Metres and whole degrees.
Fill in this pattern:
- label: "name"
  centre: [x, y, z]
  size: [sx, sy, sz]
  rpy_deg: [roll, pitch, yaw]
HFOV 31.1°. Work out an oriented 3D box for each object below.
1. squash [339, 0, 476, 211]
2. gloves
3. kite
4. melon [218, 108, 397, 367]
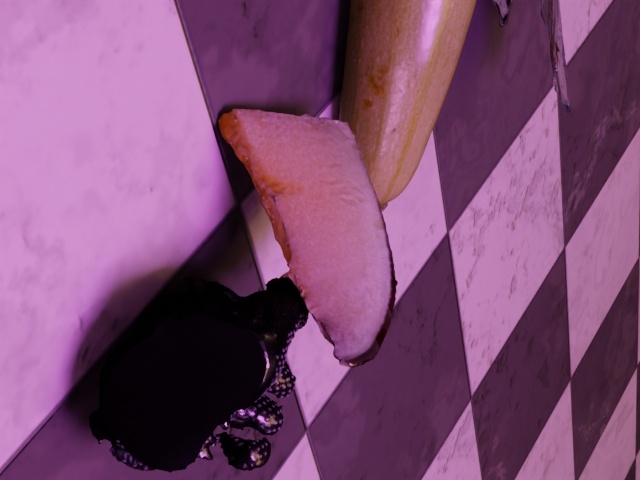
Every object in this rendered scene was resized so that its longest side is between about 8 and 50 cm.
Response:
- label: "squash"
  centre: [0.050, -0.101, 0.841]
  size: [0.094, 0.094, 0.224]
  rpy_deg: [-25, 134, -53]
- label: "gloves"
  centre: [-0.068, 0.073, 0.724]
  size: [0.181, 0.106, 0.129]
  rpy_deg: [-50, 154, -85]
- label: "kite"
  centre: [0.157, -0.255, 0.912]
  size: [0.335, 0.011, 0.314]
  rpy_deg: [66, 28, -27]
- label: "melon"
  centre: [0.004, -0.001, 0.726]
  size: [0.054, 0.182, 0.098]
  rpy_deg: [-36, 157, 28]
